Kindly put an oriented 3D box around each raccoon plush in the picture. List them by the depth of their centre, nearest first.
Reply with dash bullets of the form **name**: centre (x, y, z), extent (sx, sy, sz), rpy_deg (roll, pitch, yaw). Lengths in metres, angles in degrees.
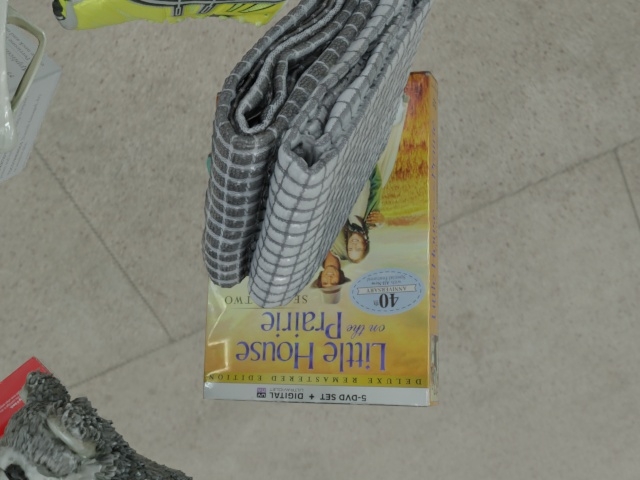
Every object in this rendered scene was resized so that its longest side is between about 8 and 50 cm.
- **raccoon plush**: centre (-0.212, 0.287, 1.045), extent (0.216, 0.446, 0.299), rpy_deg (6, 102, 36)

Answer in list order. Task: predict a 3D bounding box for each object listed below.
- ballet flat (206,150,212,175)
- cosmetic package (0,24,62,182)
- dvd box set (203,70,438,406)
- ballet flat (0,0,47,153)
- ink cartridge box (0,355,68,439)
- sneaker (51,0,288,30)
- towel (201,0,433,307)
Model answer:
- **ballet flat**: centre (-0.131, -0.080, 1.435), extent (0.086, 0.086, 0.248), rpy_deg (-12, 137, 3)
- **cosmetic package**: centre (-0.794, -0.271, 1.594), extent (0.329, 0.393, 0.327), rpy_deg (44, 130, 4)
- **dvd box set**: centre (0.000, 0.000, 1.068), extent (0.307, 0.062, 0.421), rpy_deg (-1, 80, 19)
- **ballet flat**: centre (-0.389, -0.287, 0.974), extent (0.139, 0.139, 0.401), rpy_deg (6, 81, -7)
- **ink cartridge box**: centre (-0.511, 0.269, 1.393), extent (0.134, 0.231, 0.078), rpy_deg (-42, 92, -18)
- **sneaker**: centre (-0.123, -0.301, 0.932), extent (0.384, 0.145, 0.147), rpy_deg (-16, 125, 11)
- **towel**: centre (-0.010, -0.107, 0.759), extent (0.121, 0.284, 0.235), rpy_deg (25, 145, 6)
